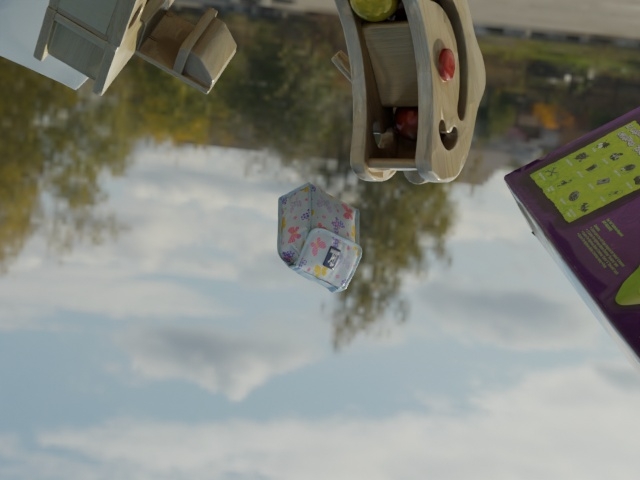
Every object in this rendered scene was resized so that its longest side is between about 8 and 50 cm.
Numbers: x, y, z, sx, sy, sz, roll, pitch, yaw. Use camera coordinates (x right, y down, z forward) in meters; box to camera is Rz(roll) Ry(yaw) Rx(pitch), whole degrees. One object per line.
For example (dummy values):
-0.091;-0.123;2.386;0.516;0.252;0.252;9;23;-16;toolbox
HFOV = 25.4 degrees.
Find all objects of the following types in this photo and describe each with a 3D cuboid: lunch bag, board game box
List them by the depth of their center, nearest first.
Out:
0.240;-0.011;0.778;0.208;0.056;0.347;-31;-159;5;board game box
0.000;0.000;1.297;0.053;0.083;0.071;-23;142;38;lunch bag

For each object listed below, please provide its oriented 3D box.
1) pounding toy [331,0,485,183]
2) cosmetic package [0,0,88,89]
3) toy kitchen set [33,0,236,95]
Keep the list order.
0.048;-0.137;1.255;0.155;0.269;0.154;2;-139;28;pounding toy
-0.081;-0.314;0.815;0.097;0.377;0.284;23;147;-23;cosmetic package
-0.062;-0.105;0.583;0.068;0.075;0.083;30;-128;-2;toy kitchen set
